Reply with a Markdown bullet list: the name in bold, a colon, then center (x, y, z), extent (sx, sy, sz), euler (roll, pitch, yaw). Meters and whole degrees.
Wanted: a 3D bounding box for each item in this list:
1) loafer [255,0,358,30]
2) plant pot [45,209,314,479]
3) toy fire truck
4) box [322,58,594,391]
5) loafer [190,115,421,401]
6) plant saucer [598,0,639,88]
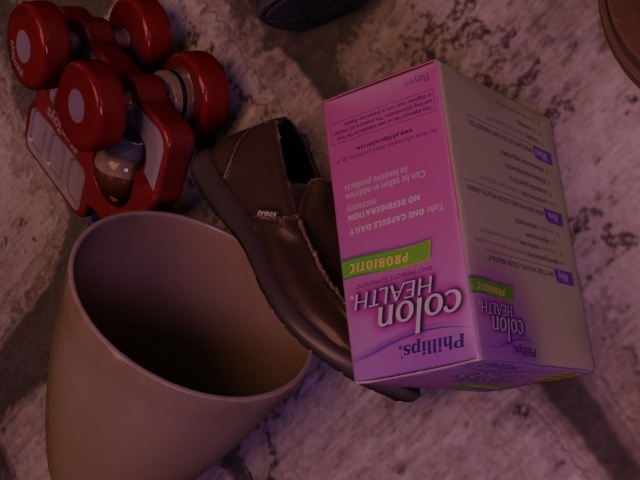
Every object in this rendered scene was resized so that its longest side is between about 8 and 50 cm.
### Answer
- **loafer**: center (0.051, -0.309, 1.148), extent (0.302, 0.109, 0.095), euler (-18, 68, 36)
- **plant pot**: center (-0.177, 0.154, 1.171), extent (0.256, 0.256, 0.274), euler (53, 129, 30)
- **toy fire truck**: center (-0.249, -0.130, 1.320), extent (0.302, 0.169, 0.254), euler (47, 134, 33)
- **box**: center (0.120, 0.000, 0.972), extent (0.117, 0.213, 0.243), euler (-17, 73, 33)
- **loafer**: center (0.000, 0.000, 1.109), extent (0.130, 0.134, 0.366), euler (-44, 59, 9)
- **plant saucer**: center (0.353, -0.237, 0.941), extent (0.278, 0.041, 0.278), euler (-8, 77, 38)
